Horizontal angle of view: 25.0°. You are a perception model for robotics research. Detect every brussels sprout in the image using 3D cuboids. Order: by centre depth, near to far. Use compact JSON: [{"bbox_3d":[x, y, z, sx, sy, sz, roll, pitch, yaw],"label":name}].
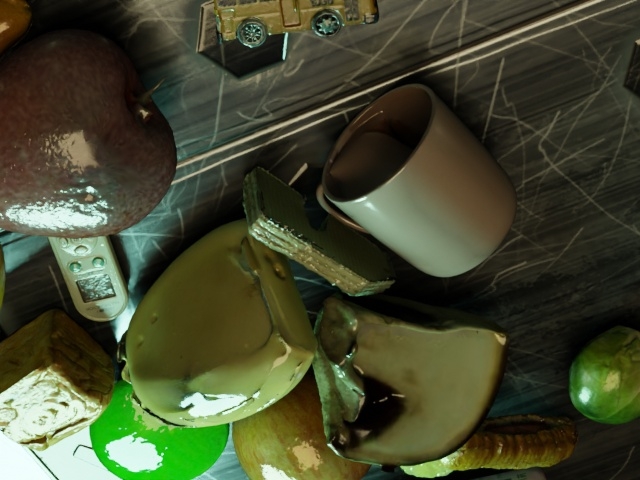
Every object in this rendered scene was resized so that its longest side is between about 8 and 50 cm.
[{"bbox_3d":[0.432,0.197,2.123,0.155,0.117,0.155,-10,111,-28],"label":"brussels sprout"}]

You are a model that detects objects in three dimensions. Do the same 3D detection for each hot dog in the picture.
[{"bbox_3d":[0.284,0.303,2.139,0.289,0.068,0.083,3,112,-43],"label":"hot dog"}]

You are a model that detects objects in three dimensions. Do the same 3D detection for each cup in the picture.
[{"bbox_3d":[0.116,-0.062,1.907,0.253,0.191,0.200,-18,131,43],"label":"cup"}]

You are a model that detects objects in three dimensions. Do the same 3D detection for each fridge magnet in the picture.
[{"bbox_3d":[-0.238,0.276,2.133,0.208,0.088,0.208,-4,120,-7],"label":"fridge magnet"}]

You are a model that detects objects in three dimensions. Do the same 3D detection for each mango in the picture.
[{"bbox_3d":[-0.434,-0.256,1.788,0.159,0.084,0.105,-40,102,-3],"label":"mango"}]

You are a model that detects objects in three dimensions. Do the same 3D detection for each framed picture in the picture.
[{"bbox_3d":[-0.353,0.330,2.207,0.150,0.015,0.203,-27,120,12],"label":"framed picture"}]

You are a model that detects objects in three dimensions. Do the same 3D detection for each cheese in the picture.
[{"bbox_3d":[-0.153,0.136,1.975,0.316,0.259,0.128,-34,146,24],"label":"cheese"}]

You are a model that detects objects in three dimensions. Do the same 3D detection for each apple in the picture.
[{"bbox_3d":[-0.022,0.279,2.090,0.211,0.211,0.188,-30,97,14],"label":"apple"}]

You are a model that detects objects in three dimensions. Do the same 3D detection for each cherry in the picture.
[{"bbox_3d":[-0.318,-0.120,1.792,0.307,0.221,0.261,-31,113,2],"label":"cherry"}]

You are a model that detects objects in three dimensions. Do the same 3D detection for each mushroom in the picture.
[{"bbox_3d":[0.086,0.190,2.003,0.292,0.212,0.217,7,102,-44],"label":"mushroom"}]

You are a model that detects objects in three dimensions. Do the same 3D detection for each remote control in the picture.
[{"bbox_3d":[-0.325,0.016,1.992,0.078,0.042,0.221,-13,124,3],"label":"remote control"}]

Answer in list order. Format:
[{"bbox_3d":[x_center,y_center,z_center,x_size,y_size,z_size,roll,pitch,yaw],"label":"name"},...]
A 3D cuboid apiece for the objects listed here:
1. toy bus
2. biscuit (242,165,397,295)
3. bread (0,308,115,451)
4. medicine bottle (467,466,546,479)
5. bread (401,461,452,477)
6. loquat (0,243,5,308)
[{"bbox_3d":[-0.033,-0.314,1.769,0.201,0.098,0.114,-7,123,2],"label":"toy bus"},{"bbox_3d":[0.000,0.000,1.947,0.250,0.147,0.046,32,111,-24],"label":"biscuit"},{"bbox_3d":[-0.389,0.202,2.049,0.158,0.143,0.149,-37,118,22],"label":"bread"},{"bbox_3d":[0.224,0.465,2.242,0.291,0.178,0.178,-12,123,3],"label":"medicine bottle"},{"bbox_3d":[0.156,0.281,2.159,0.111,0.114,0.129,-11,119,11],"label":"bread"},{"bbox_3d":[-0.557,0.062,1.829,0.328,0.359,0.328,-20,140,-18],"label":"loquat"}]
